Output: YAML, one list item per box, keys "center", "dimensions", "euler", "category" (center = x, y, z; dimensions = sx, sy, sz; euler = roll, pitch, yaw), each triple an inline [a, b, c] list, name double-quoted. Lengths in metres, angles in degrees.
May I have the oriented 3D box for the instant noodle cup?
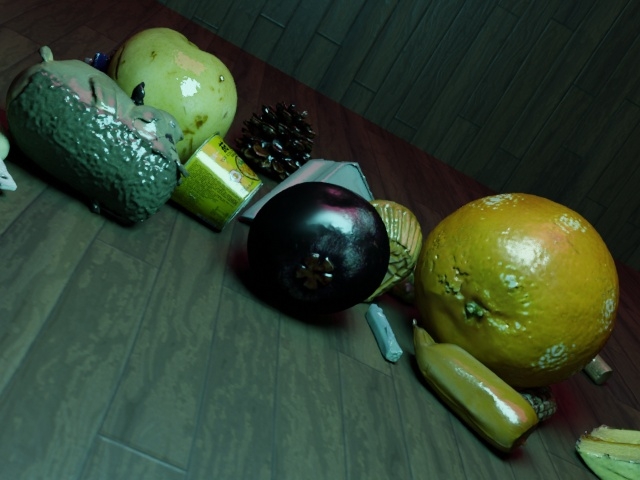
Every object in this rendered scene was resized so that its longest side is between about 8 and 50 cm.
- center: [-0.216, -0.114, 1.798]
  dimensions: [0.144, 0.182, 0.182]
  euler: [40, 18, -4]
  category: "instant noodle cup"

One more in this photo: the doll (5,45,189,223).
- center: [-0.404, -0.195, 1.592]
  dimensions: [0.349, 0.247, 0.247]
  euler: [42, 19, 3]
  category: "doll"

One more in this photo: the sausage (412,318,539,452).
- center: [0.275, 0.272, 1.659]
  dimensions: [0.328, 0.112, 0.112]
  euler: [43, 21, 32]
  category: "sausage"

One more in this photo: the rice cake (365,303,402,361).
- center: [0.129, 0.184, 1.755]
  dimensions: [0.030, 0.042, 0.180]
  euler: [21, 20, -21]
  category: "rice cake"

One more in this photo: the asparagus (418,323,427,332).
- center: [0.265, 0.208, 1.941]
  dimensions: [0.108, 0.021, 0.025]
  euler: [21, 20, -28]
  category: "asparagus"

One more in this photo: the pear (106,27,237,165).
- center: [-0.339, -0.308, 1.916]
  dimensions: [0.309, 0.309, 0.309]
  euler: [28, 19, -10]
  category: "pear"

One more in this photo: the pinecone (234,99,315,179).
- center: [-0.113, -0.276, 2.310]
  dimensions: [0.221, 0.221, 0.221]
  euler: [28, 19, -10]
  category: "pinecone"

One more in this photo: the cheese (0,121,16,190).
- center: [-0.585, -0.159, 1.497]
  dimensions: [0.127, 0.054, 0.251]
  euler: [12, 27, -46]
  category: "cheese"

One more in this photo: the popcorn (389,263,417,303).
- center: [0.204, 0.092, 2.031]
  dimensions: [0.109, 0.097, 0.089]
  euler: [51, 26, 13]
  category: "popcorn"

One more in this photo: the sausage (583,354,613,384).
- center: [0.678, 0.277, 2.355]
  dimensions: [0.066, 0.066, 0.301]
  euler: [14, 26, -43]
  category: "sausage"

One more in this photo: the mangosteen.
- center: [0.000, 0.000, 1.674]
  dimensions: [0.275, 0.275, 0.302]
  euler: [29, 25, -9]
  category: "mangosteen"

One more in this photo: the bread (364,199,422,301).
- center: [0.110, 0.019, 1.863]
  dimensions: [0.240, 0.240, 0.139]
  euler: [22, 32, -27]
  category: "bread"

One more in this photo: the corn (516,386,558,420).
- center: [0.417, 0.341, 1.764]
  dimensions: [0.237, 0.079, 0.079]
  euler: [2, 34, -51]
  category: "corn"

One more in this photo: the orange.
- center: [0.394, 0.107, 1.781]
  dimensions: [0.424, 0.424, 0.326]
  euler: [40, 27, 24]
  category: "orange"

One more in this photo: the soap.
- center: [-0.006, -0.024, 1.986]
  dimensions: [0.159, 0.258, 0.302]
  euler: [8, 38, 48]
  category: "soap"

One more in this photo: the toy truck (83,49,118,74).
- center: [-0.476, -0.374, 2.118]
  dimensions: [0.213, 0.161, 0.177]
  euler: [18, -1, -37]
  category: "toy truck"

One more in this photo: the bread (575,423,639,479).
- center: [0.648, 0.428, 1.796]
  dimensions: [0.178, 0.135, 0.240]
  euler: [39, 22, 21]
  category: "bread"
